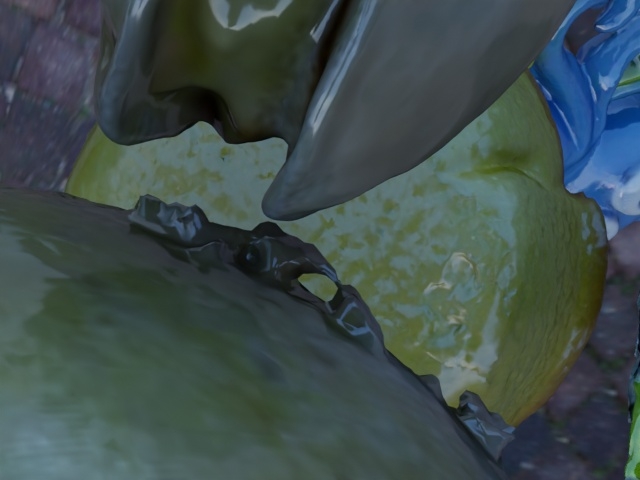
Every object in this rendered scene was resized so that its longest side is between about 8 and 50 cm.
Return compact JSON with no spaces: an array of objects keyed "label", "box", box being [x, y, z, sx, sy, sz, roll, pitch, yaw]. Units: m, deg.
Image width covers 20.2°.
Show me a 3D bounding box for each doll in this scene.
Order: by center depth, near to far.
[{"label":"doll","box":[0.182,-0.074,1.316,0.346,0.341,0.098,-43,58,19]}]

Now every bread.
[{"label":"bread","box":[0.000,0.000,0.882,0.270,0.148,0.269,0,89,26]}]

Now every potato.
[{"label":"potato","box":[-0.074,0.187,0.475,0.319,0.385,0.442,-11,64,-13]}]

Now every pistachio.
[{"label":"pistachio","box":[0.018,-0.102,0.472,0.126,0.152,0.223,29,63,4]}]

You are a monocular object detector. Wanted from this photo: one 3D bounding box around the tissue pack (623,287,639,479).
[{"label":"tissue pack","box":[0.250,0.052,0.760,0.236,0.173,0.073,2,110,10]}]
